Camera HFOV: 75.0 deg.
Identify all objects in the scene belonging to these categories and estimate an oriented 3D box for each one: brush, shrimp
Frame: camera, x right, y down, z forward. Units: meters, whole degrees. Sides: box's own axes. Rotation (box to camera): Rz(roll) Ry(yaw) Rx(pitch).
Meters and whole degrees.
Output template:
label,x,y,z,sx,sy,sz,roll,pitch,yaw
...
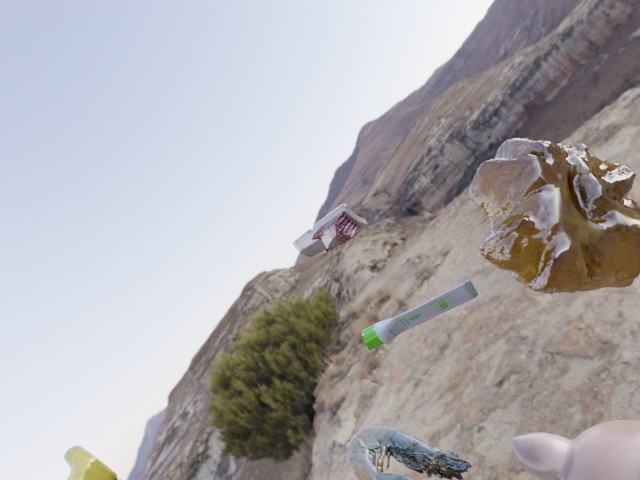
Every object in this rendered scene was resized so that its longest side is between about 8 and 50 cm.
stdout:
label,x,y,z,sx,sy,sz,roll,pitch,yaw
brush,0.000,0.000,0.856,0.050,0.060,0.321,-56,9,-20
shrimp,0.187,0.516,0.968,0.178,0.289,0.075,-29,-57,-51

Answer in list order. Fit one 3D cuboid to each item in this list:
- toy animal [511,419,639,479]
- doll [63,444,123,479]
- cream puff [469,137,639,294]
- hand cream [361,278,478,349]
label,x,y,z,sx,sy,sz,roll,pitch,yaw
toy animal,0.292,0.280,0.347,0.149,0.248,0.165,-9,-15,-39
doll,-0.262,0.286,0.281,0.296,0.117,0.141,-37,-53,-25
cream puff,0.353,-0.031,0.610,0.155,0.269,0.241,100,180,-71
hand cream,0.224,0.170,0.950,0.275,0.050,0.079,-30,-14,15
